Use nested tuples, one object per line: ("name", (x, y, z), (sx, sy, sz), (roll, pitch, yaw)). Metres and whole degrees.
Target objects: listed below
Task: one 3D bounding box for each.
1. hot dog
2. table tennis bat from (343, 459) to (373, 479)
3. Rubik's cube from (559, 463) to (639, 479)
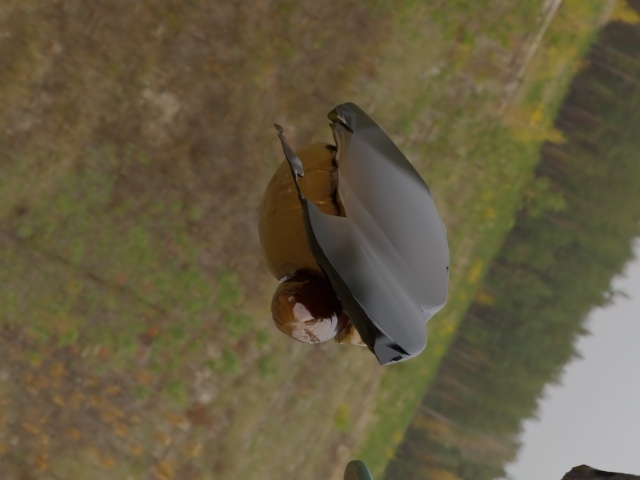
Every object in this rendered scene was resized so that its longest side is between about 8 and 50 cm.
("hot dog", (0.004, 0.004, 1.070), (0.107, 0.194, 0.326), (-40, -178, 21))
("table tennis bat", (0.052, 0.300, 1.149), (0.244, 0.040, 0.153), (-107, -167, -49))
("Rubik's cube", (0.276, 0.327, 0.846), (0.305, 0.310, 0.307), (74, 23, -72))
